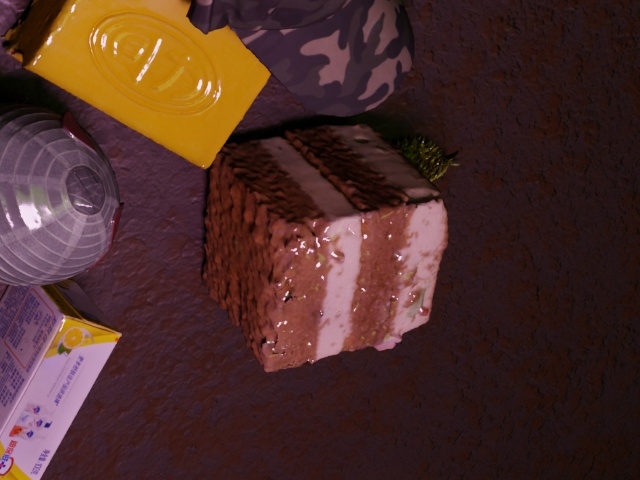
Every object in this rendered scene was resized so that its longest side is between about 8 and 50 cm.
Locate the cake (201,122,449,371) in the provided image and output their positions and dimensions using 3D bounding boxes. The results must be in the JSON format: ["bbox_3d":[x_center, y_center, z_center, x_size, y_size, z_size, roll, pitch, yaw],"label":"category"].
[{"bbox_3d":[0.000,0.000,1.963,0.290,0.282,0.255,-12,129,-29],"label":"cake"}]

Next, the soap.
[{"bbox_3d":[-0.230,-0.250,1.784,0.324,0.096,0.204,28,98,-40],"label":"soap"}]

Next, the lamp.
[{"bbox_3d":[-0.368,-0.055,1.711,0.233,0.233,0.265,-37,127,-12],"label":"lamp"}]

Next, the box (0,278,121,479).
[{"bbox_3d":[-0.405,0.188,1.865,0.097,0.168,0.265,22,100,-43],"label":"box"}]

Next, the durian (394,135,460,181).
[{"bbox_3d":[0.139,-0.108,2.139,0.215,0.086,0.100,-26,160,-16],"label":"durian"}]

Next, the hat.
[{"bbox_3d":[0.032,-0.345,1.779,0.382,0.257,0.366,37,72,-25],"label":"hat"}]
